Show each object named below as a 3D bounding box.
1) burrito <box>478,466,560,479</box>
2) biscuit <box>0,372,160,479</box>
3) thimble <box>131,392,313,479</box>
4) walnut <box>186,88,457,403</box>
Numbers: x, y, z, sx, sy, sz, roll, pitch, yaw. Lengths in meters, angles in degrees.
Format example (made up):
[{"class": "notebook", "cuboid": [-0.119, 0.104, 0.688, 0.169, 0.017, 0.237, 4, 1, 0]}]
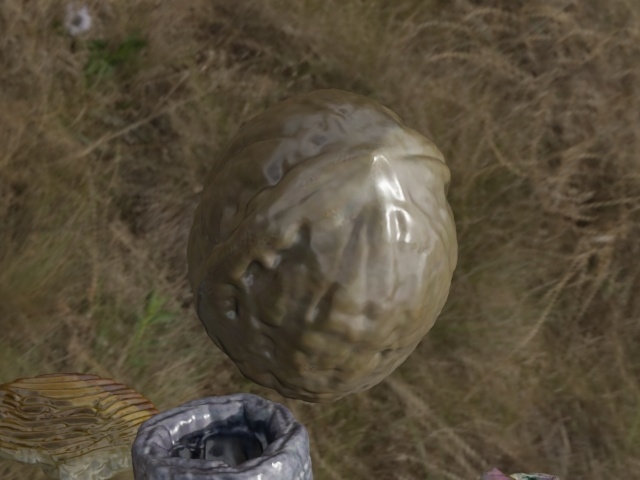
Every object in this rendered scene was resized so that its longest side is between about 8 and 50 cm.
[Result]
[{"class": "burrito", "cuboid": [0.189, 0.263, 0.741, 0.309, 0.066, 0.096, 52, 23, 18]}, {"class": "biscuit", "cuboid": [-0.260, 0.179, 1.206, 0.228, 0.176, 0.031, -7, 118, -7]}, {"class": "thimble", "cuboid": [-0.078, 0.197, 1.044, 0.150, 0.150, 0.098, -18, 116, -29]}, {"class": "walnut", "cuboid": [0.002, 0.000, 0.779, 0.178, 0.230, 0.178, 6, 65, -12]}]
